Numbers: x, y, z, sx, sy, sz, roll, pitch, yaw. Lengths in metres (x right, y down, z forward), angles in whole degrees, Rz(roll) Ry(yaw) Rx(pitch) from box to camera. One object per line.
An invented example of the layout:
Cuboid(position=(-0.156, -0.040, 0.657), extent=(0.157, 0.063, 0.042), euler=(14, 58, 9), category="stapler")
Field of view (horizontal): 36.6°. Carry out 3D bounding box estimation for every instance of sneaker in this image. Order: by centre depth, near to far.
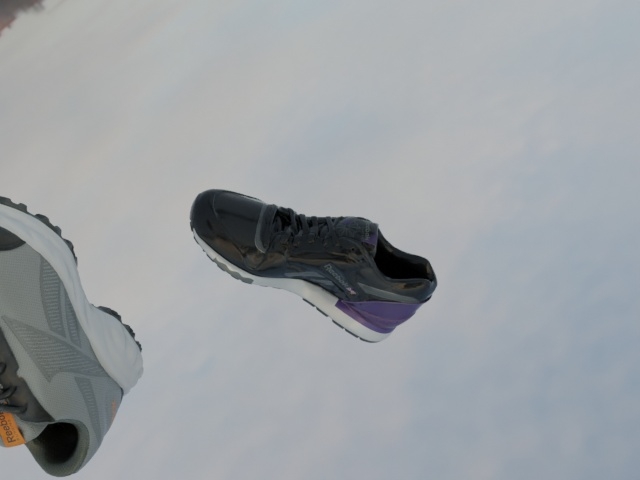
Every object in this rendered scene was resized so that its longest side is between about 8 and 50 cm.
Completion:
Cuboid(position=(-0.197, 0.060, 0.606), extent=(0.100, 0.271, 0.108), euler=(-2, -127, 21), category="sneaker")
Cuboid(position=(0.000, 0.000, 1.059), extent=(0.124, 0.283, 0.107), euler=(-43, -151, 41), category="sneaker")
